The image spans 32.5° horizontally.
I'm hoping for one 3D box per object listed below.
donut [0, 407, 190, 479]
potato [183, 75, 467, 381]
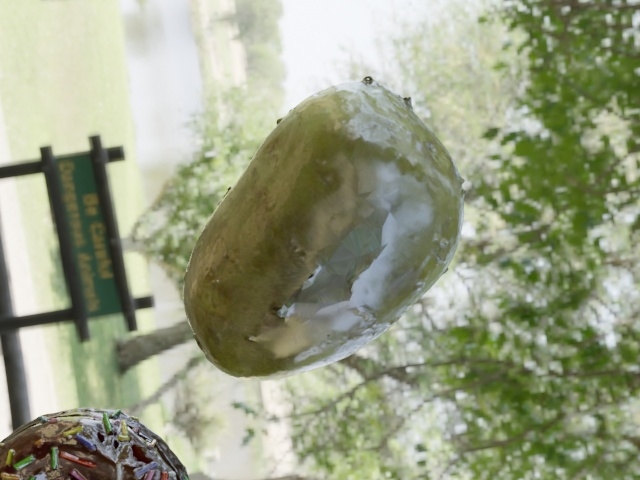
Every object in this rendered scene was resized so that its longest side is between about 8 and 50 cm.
[{"bbox_3d":[-0.226,0.270,1.044,0.230,0.216,0.096,58,-8,10],"label":"donut"},{"bbox_3d":[0.000,0.000,1.023,0.210,0.307,0.173,41,9,-17],"label":"potato"}]
